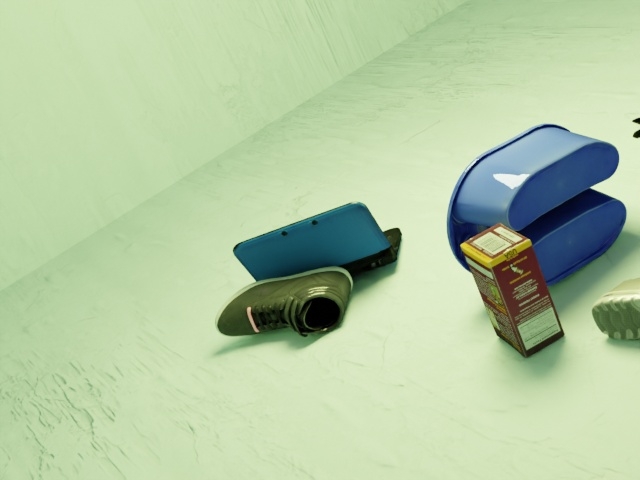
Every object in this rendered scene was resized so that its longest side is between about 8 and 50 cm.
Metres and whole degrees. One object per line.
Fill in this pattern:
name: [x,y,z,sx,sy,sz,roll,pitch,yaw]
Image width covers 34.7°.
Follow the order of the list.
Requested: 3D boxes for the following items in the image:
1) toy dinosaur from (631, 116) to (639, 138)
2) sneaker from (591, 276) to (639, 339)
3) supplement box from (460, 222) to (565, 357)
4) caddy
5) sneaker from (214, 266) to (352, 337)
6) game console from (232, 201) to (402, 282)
toy dinosaur: [0.680,-0.198,1.793,0.218,0.322,0.164,-24,54,-26]
sneaker: [0.546,0.078,1.521,0.281,0.105,0.115,-3,32,44]
supplement box: [0.311,0.080,1.653,0.081,0.188,0.104,-29,23,-8]
caddy: [0.378,-0.063,1.815,0.341,0.241,0.179,-27,28,-25]
sneaker: [-0.078,0.141,2.032,0.296,0.104,0.147,-18,19,7]
game console: [0.000,0.000,2.134,0.293,0.173,0.250,-19,16,15]
